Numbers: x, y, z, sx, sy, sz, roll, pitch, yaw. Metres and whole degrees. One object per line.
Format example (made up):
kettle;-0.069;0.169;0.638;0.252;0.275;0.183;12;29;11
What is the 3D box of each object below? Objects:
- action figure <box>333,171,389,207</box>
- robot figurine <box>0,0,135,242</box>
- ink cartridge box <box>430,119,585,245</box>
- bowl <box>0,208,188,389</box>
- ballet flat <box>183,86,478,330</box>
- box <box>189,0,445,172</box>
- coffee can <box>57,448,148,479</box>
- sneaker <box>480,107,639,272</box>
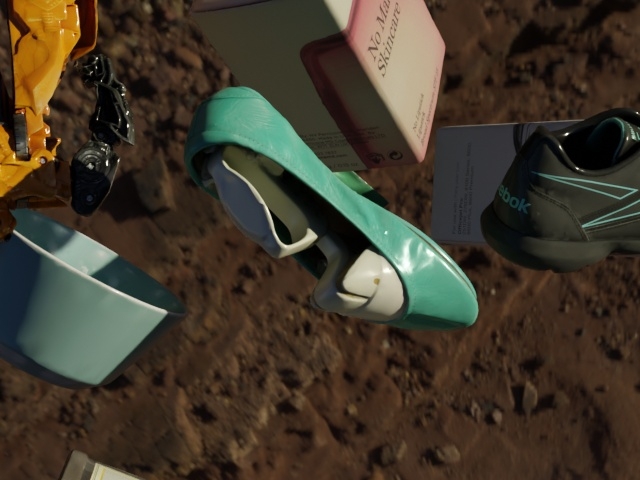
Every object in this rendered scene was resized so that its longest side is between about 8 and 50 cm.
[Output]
action figure;-0.023;-0.075;1.470;0.137;0.232;0.063;-43;30;-4
robot figurine;-0.251;-0.142;0.895;0.211;0.085;0.291;-3;88;-16
ink cartridge box;0.376;-0.063;1.531;0.395;0.285;0.166;4;91;51
bowl;-0.349;0.088;1.600;0.311;0.311;0.163;31;93;22
ballet flat;0.000;0.000;0.823;0.247;0.083;0.087;42;47;-7
box;0.008;-0.186;1.053;0.127;0.232;0.148;-3;56;26
coffee can;-0.115;0.315;0.980;0.275;0.201;0.201;23;69;-7
sneaker;0.254;-0.041;0.905;0.267;0.106;0.101;-7;35;-24
